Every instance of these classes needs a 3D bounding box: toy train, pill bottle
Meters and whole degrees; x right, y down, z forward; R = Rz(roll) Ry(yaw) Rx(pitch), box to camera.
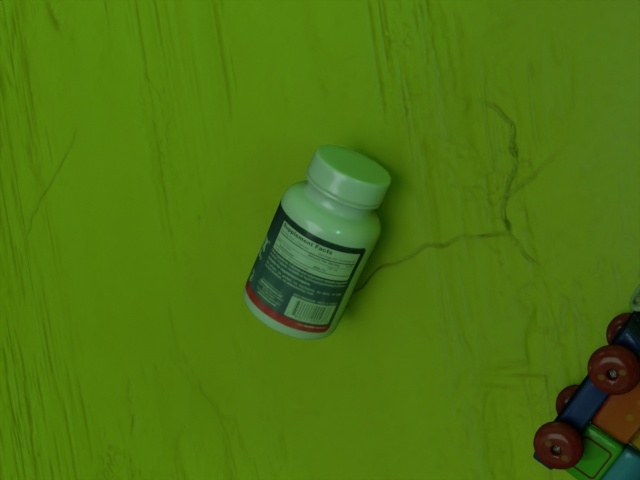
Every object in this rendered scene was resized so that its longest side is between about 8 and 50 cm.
[{"bbox_3d":[0.297,0.119,0.801,0.143,0.105,0.248,35,117,14],"label":"toy train"},{"bbox_3d":[0.000,0.000,0.979,0.108,0.108,0.180,36,116,25],"label":"pill bottle"}]
